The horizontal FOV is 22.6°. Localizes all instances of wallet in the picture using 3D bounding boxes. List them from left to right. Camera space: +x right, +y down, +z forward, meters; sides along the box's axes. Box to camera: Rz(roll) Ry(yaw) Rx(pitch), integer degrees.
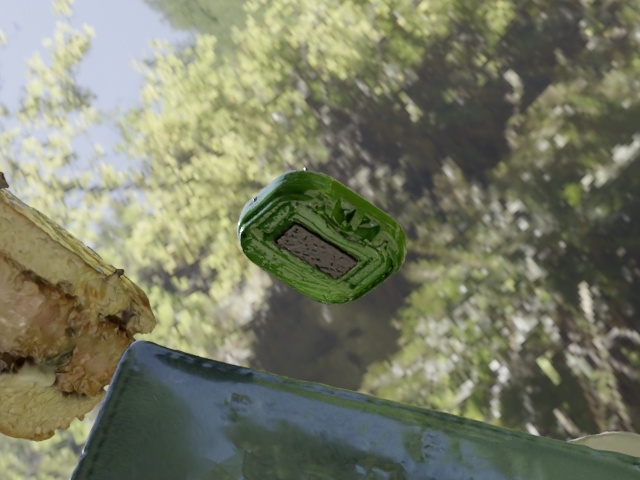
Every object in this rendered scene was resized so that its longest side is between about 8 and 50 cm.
[{"bbox_3d":[0.021,0.162,0.695,0.290,0.251,0.054,12,-52,5],"label":"wallet"}]

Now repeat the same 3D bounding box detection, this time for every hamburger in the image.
[{"bbox_3d":[-0.237,0.035,1.131,0.282,0.245,0.155,40,-93,-21],"label":"hamburger"}]

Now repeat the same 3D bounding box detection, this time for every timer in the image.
[{"bbox_3d":[0.000,0.000,1.429,0.140,0.047,0.128,33,-40,-18],"label":"timer"}]

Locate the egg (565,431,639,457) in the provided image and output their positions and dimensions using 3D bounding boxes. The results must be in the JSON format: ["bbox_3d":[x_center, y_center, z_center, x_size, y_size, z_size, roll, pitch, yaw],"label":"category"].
[{"bbox_3d":[0.284,0.327,1.530,0.337,0.337,0.201,-51,-9,13],"label":"egg"}]
